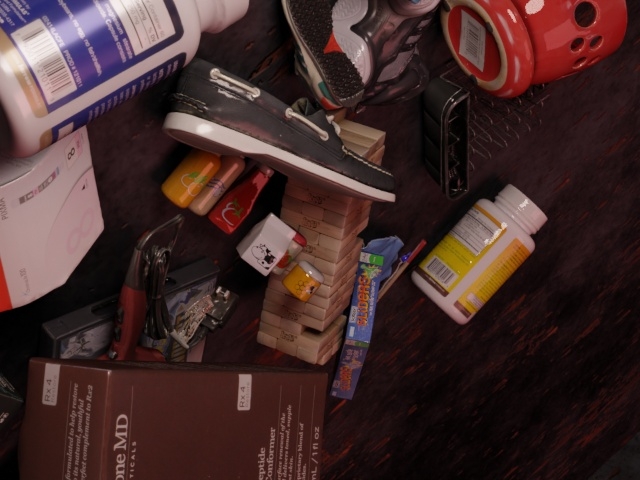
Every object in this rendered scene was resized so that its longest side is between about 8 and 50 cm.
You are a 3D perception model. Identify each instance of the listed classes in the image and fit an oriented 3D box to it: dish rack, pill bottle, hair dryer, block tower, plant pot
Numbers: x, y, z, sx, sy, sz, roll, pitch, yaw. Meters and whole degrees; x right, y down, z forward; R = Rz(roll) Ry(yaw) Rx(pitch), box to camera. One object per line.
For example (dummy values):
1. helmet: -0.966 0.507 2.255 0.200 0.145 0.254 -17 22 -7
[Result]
1. dish rack: 0.253 -0.202 1.979 0.271 0.074 0.208 -35 149 -19
2. pill bottle: 0.249 0.018 2.194 0.215 0.117 0.117 -47 150 1
3. hair dryer: -0.238 0.114 1.687 0.293 0.080 0.223 -51 142 -14
4. block tower: 0.000 0.000 1.799 0.091 0.097 0.335 -41 146 -56
5. plant pot: 0.261 -0.280 1.779 0.174 0.191 0.191 -31 147 -21
6. pill bottle: -0.207 -0.201 1.311 0.265 0.153 0.153 -33 148 -22

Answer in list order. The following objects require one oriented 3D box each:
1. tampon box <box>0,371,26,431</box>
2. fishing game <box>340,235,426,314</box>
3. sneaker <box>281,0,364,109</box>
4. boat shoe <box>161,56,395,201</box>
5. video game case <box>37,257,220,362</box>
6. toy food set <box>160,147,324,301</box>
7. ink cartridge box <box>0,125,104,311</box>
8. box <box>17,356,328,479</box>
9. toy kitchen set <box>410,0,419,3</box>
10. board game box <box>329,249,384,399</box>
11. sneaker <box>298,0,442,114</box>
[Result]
1. tampon box: -0.420 0.157 1.501 0.101 0.120 0.161 -49 150 2
2. fishing game: 0.041 0.055 2.055 0.264 0.041 0.189 -9 142 -54
3. sneaker: -0.014 -0.218 1.595 0.057 0.161 0.075 -34 -167 -33
4. boat shoe: -0.031 -0.119 1.595 0.302 0.114 0.091 19 83 -35
5. video game case: -0.253 0.168 1.816 0.248 0.035 0.275 -22 142 -36
6. toy food set: -0.073 -0.038 1.690 0.232 0.111 0.104 39 95 -19
7. ink cartridge box: -0.305 -0.001 1.433 0.189 0.066 0.232 91 19 -50
8. box: -0.159 0.235 1.634 0.381 0.143 0.191 6 87 -51
9. toy kitchen set: -0.009 -0.301 1.519 0.166 0.122 0.207 -48 130 3
10. board game box: 0.049 0.120 1.965 0.201 0.035 0.136 102 -2 -60
11. sneaker: 0.098 -0.262 1.688 0.268 0.101 0.153 -47 152 12
